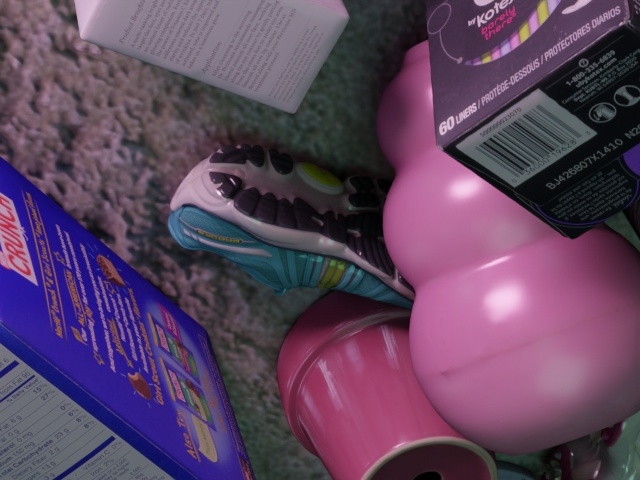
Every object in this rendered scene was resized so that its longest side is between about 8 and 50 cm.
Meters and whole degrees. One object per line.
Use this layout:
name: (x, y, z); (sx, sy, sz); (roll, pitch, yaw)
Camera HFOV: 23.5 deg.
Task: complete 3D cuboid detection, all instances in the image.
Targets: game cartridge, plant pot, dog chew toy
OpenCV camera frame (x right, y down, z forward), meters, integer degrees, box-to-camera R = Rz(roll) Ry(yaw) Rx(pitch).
game cartridge: (0.178, 0.252, 1.590); (0.083, 0.017, 0.056); (13, 126, -24)
plant pot: (0.072, 0.162, 1.387); (0.201, 0.180, 0.201); (-7, 128, -9)
dog chew toy: (0.144, -0.003, 1.225); (0.207, 0.206, 0.331); (-20, 85, 1)

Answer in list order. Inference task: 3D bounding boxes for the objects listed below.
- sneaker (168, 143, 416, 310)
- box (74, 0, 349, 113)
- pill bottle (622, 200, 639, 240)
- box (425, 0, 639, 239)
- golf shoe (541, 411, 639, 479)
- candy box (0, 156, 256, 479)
sneaker: (0.000, 0.000, 1.314); (0.275, 0.107, 0.110); (22, 138, -24)
box: (-0.084, -0.184, 1.111); (0.171, 0.130, 0.091); (18, 121, -25)
pill bottle: (0.328, -0.042, 1.210); (0.176, 0.318, 0.176); (-8, 129, -9)
box: (0.178, -0.167, 1.085); (0.143, 0.270, 0.165); (32, 130, -32)
golf shoe: (0.310, 0.221, 1.543); (0.140, 0.115, 0.306); (1, 128, -20)
candy box: (-0.200, 0.098, 1.207); (0.122, 0.268, 0.317); (-37, 126, 9)
